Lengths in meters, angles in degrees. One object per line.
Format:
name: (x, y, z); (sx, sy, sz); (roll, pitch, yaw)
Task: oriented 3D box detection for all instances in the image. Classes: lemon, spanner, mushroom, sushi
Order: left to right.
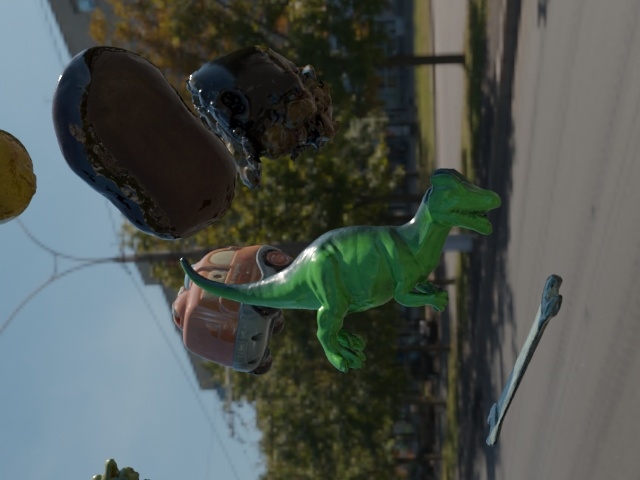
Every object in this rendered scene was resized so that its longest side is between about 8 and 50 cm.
lemon: (-0.554, -0.103, 1.530); (0.170, 0.207, 0.170); (-4, -90, -81)
mushroom: (-0.223, -0.101, 1.042); (0.148, 0.217, 0.227); (-47, -61, -24)
sushi: (-0.078, -0.203, 1.482); (0.200, 0.204, 0.213); (57, 168, 7)
spanner: (0.275, 0.172, 1.311); (0.071, 0.017, 0.302); (-76, 0, -53)

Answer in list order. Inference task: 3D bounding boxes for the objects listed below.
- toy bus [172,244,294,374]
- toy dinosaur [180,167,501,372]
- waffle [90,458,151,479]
toy bus: (-0.185, 0.135, 2.000); (0.288, 0.232, 0.194); (-79, -3, -54)
toy dinosaur: (0.000, 0.000, 1.532); (0.144, 0.499, 0.375); (-30, -39, -61)
waffle: (-0.342, 0.509, 1.687); (0.204, 0.223, 0.054); (-52, -15, 18)
